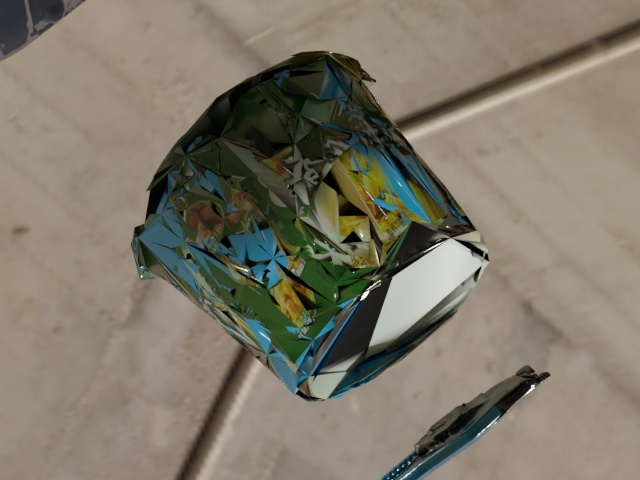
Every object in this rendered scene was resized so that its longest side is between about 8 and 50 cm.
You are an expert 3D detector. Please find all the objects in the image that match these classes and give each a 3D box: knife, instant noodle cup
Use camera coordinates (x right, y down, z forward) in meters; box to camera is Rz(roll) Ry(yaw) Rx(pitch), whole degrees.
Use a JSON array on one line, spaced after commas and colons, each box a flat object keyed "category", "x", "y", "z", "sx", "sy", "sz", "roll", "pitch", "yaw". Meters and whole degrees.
[{"category": "knife", "x": 0.064, "y": 0.193, "z": 1.454, "sx": 0.296, "sy": 0.044, "sz": 0.026, "roll": -39, "pitch": -68, "yaw": 5}, {"category": "instant noodle cup", "x": 0.000, "y": 0.000, "z": 1.349, "sx": 0.240, "sy": 0.240, "sz": 0.178, "roll": -22, "pitch": -120, "yaw": -41}]

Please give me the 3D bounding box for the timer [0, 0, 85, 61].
[{"category": "timer", "x": -0.262, "y": -0.331, "z": 1.293, "sx": 0.394, "sy": 0.173, "sz": 0.395, "roll": 1, "pitch": -115, "yaw": -2}]
